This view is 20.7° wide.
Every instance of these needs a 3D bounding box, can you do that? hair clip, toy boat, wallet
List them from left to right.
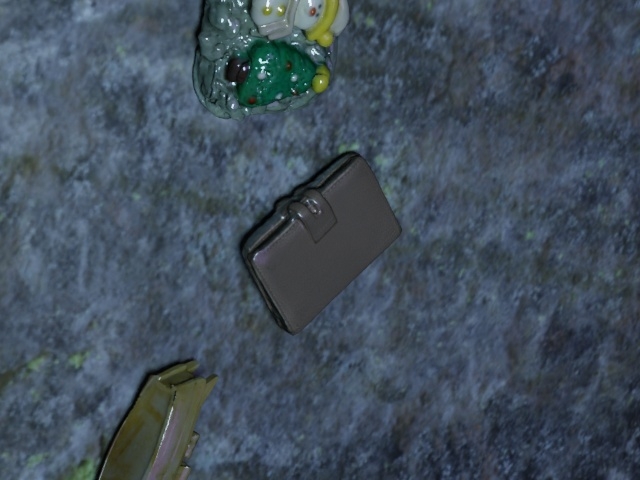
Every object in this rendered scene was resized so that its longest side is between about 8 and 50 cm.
[{"bbox_3d":[-0.149,0.204,1.556,0.072,0.064,0.206,20,98,-55],"label":"toy boat"},{"bbox_3d":[-0.022,-0.247,1.426,0.138,0.091,0.321,-6,113,-31],"label":"hair clip"},{"bbox_3d":[0.000,0.000,1.588,0.153,0.039,0.118,-41,131,-20],"label":"wallet"}]
